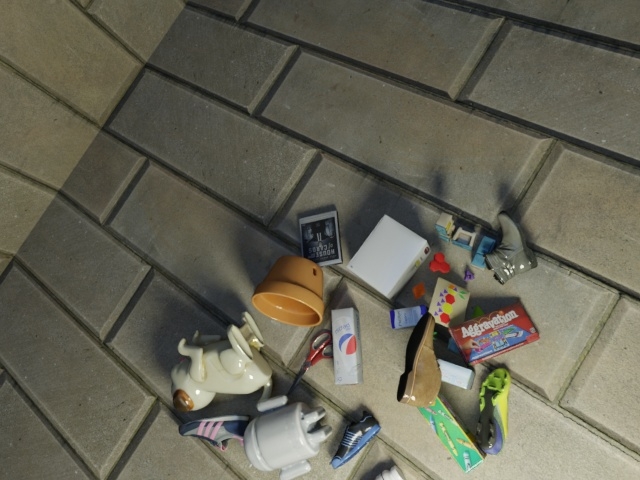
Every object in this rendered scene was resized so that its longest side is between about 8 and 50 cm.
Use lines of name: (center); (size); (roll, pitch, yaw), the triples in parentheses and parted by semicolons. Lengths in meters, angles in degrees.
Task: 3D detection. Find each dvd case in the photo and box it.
dvd case: (0.000, 0.000, 2.113); (0.179, 0.029, 0.238); (-12, 68, 18)

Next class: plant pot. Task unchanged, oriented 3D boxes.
plant pot: (-0.110, 0.193, 1.968); (0.291, 0.291, 0.203); (3, 58, 22)

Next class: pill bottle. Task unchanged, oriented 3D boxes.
pill bottle: (0.222, 0.862, 1.710); (0.152, 0.086, 0.086); (-42, 63, 5)

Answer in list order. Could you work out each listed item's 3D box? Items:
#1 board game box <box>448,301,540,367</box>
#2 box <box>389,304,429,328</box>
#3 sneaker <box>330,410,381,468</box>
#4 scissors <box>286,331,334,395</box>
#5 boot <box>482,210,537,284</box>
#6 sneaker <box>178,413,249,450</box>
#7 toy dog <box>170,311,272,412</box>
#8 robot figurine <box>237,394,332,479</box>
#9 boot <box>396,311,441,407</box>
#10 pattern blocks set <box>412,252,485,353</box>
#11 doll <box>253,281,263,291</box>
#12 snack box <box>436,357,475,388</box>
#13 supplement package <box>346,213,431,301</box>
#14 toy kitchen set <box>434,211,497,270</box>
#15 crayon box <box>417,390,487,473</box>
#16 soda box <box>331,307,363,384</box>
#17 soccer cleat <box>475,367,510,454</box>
board game box: (0.605, 0.326, 1.709); (0.281, 0.027, 0.145); (-18, 64, -11)
box: (0.339, 0.292, 1.829); (0.137, 0.126, 0.072); (-13, 70, 17)
sneaker: (0.115, 0.732, 1.803); (0.232, 0.081, 0.090); (-42, 60, -4)
scissors: (-0.052, 0.494, 1.979); (0.297, 0.021, 0.109); (-42, 66, 5)
boot: (0.663, 0.026, 1.782); (0.161, 0.083, 0.246); (-25, 81, 3)
sneaker: (-0.436, 0.785, 1.979); (0.319, 0.112, 0.131); (-15, 65, 18)
toy dog: (-0.422, 0.532, 2.000); (0.408, 0.284, 0.395); (-28, 102, 9)
robot figurine: (-0.139, 0.732, 1.830); (0.353, 0.200, 0.300); (-25, 72, 12)
boot: (0.341, 0.389, 1.599); (0.115, 0.112, 0.305); (18, 74, -3)
pattern blocks set: (0.466, 0.230, 1.779); (0.285, 0.026, 0.325); (33, 62, -1)
doll: (-0.196, 0.180, 2.120); (0.189, 0.046, 0.129); (-41, 54, -3)
snack box: (0.436, 0.454, 1.693); (0.174, 0.207, 0.070); (15, 78, 26)
supplement package: (0.270, 0.071, 1.919); (0.204, 0.145, 0.262); (36, 89, 27)
toy kitchen set: (0.532, 0.004, 1.825); (0.207, 0.166, 0.122); (23, 81, 26)
crayon box: (0.437, 0.632, 1.657); (0.081, 0.165, 0.278); (-40, 63, 6)
soda box: (0.105, 0.411, 1.899); (0.091, 0.098, 0.286); (-9, 69, 18)
soccer cleat: (0.594, 0.579, 1.662); (0.093, 0.121, 0.289); (-9, 48, 44)
